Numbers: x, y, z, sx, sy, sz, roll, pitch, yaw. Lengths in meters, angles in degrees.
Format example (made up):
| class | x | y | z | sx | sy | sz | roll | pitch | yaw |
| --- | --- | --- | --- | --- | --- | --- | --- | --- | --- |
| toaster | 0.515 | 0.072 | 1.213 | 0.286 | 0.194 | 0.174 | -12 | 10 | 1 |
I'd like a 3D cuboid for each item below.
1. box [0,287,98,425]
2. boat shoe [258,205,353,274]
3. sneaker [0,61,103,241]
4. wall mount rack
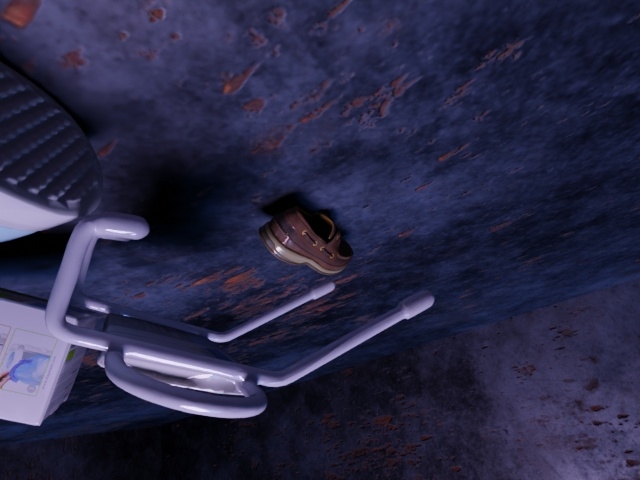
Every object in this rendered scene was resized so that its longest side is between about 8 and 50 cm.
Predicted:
| class | x | y | z | sx | sy | sz | roll | pitch | yaw |
| --- | --- | --- | --- | --- | --- | --- | --- | --- | --- |
| box | -0.350 | 0.096 | 0.444 | 0.203 | 0.103 | 0.114 | 19 | 169 | -14 |
| boat shoe | 0.000 | 0.000 | 0.565 | 0.060 | 0.064 | 0.178 | -43 | 152 | 17 |
| sneaker | -0.275 | -0.066 | 0.188 | 0.150 | 0.135 | 0.366 | -22 | 155 | 9 |
| wall mount rack | -0.083 | 0.066 | 0.444 | 0.304 | 0.131 | 0.350 | 20 | 171 | -24 |
